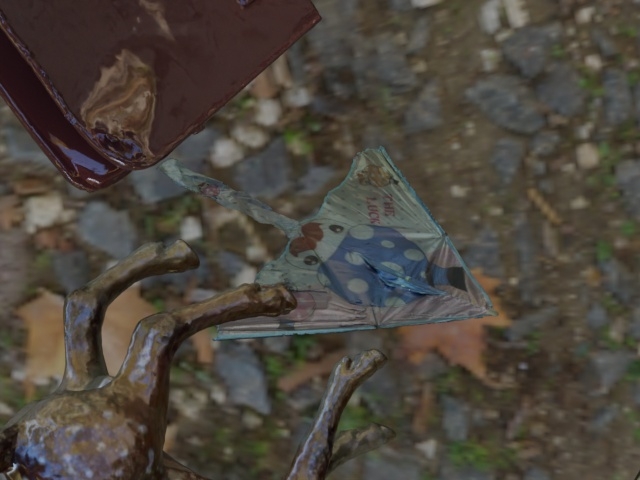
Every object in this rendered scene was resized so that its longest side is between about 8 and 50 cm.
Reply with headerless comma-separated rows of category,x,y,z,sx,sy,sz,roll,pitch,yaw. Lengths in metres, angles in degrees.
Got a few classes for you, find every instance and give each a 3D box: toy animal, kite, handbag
toy animal,-0.050,0.150,0.791,0.243,0.087,0.260,35,59,-7
kite,0.000,0.000,1.540,0.314,0.011,0.335,23,35,14
handbag,-0.158,-0.205,1.484,0.260,0.084,0.275,54,52,-10

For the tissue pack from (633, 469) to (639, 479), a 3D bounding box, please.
tissue pack,0.294,0.007,0.812,0.245,0.123,0.332,6,118,-27
